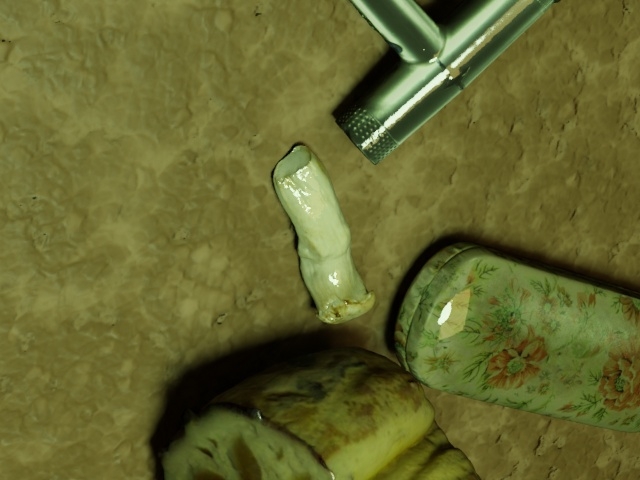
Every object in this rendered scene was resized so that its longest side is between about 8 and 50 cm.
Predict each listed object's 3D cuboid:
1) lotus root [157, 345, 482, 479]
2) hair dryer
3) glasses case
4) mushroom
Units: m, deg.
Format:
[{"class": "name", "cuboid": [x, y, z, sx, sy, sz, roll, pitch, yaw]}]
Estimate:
[{"class": "lotus root", "cuboid": [0.028, 0.237, 1.929, 0.250, 0.316, 0.316, -36, 134, -35]}, {"class": "hair dryer", "cuboid": [0.119, -0.242, 1.799, 0.320, 0.156, 0.284, -37, 143, -2]}, {"class": "glasses case", "cuboid": [0.250, 0.109, 2.134, 0.425, 0.098, 0.156, 16, 101, -41]}, {"class": "mushroom", "cuboid": [0.003, -0.002, 1.921, 0.059, 0.054, 0.202, -29, 125, -18]}]
